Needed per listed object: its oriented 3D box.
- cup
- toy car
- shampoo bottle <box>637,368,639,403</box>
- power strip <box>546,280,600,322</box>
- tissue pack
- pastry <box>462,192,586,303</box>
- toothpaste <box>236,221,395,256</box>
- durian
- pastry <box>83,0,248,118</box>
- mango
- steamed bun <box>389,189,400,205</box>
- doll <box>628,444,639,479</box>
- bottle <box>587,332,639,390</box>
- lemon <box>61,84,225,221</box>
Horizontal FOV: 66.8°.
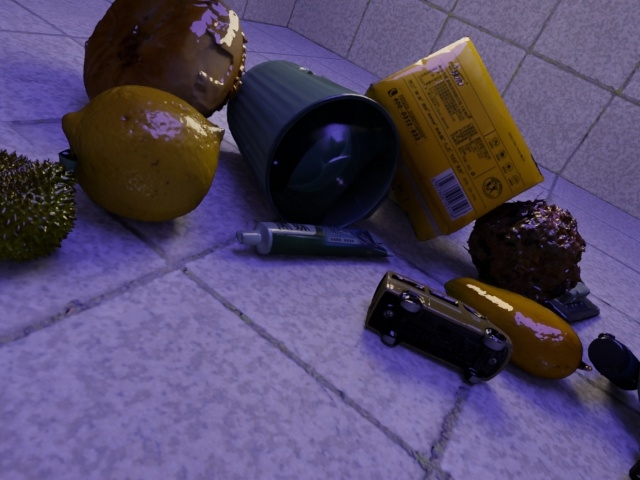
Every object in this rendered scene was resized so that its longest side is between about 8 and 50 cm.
[{"bbox_3d":[-0.029,-0.204,1.153,0.310,0.401,0.392,-26,42,-11],"label":"cup"},{"bbox_3d":[0.214,0.152,0.887,0.256,0.101,0.124,24,25,1],"label":"toy car"},{"bbox_3d":[0.782,0.316,0.957,0.349,0.222,0.151,25,-13,-29],"label":"shampoo bottle"},{"bbox_3d":[0.627,0.101,1.308,0.256,0.092,0.251,0,34,-44],"label":"power strip"},{"bbox_3d":[0.294,-0.230,1.166,0.382,0.293,0.228,61,-7,-3],"label":"tissue pack"},{"bbox_3d":[0.478,0.027,1.143,0.274,0.275,0.193,36,17,19],"label":"pastry"},{"bbox_3d":[0.000,0.000,1.009,0.391,0.061,0.099,2,34,-39],"label":"toothpaste"},{"bbox_3d":[-0.427,-0.051,0.678,0.159,0.146,0.198,5,21,-28],"label":"durian"},{"bbox_3d":[-0.355,-0.418,1.139,0.409,0.409,0.245,45,0,32],"label":"pastry"},{"bbox_3d":[0.395,0.171,0.989,0.316,0.119,0.176,35,28,29],"label":"mango"},{"bbox_3d":[0.303,-0.188,1.425,0.276,0.203,0.289,37,49,3],"label":"steamed bun"},{"bbox_3d":[0.575,0.391,0.812,0.091,0.067,0.219,40,26,30],"label":"doll"},{"bbox_3d":[0.593,0.244,0.968,0.244,0.072,0.082,29,61,-46],"label":"bottle"},{"bbox_3d":[-0.307,-0.151,0.843,0.253,0.229,0.228,15,30,-9],"label":"lemon"}]
